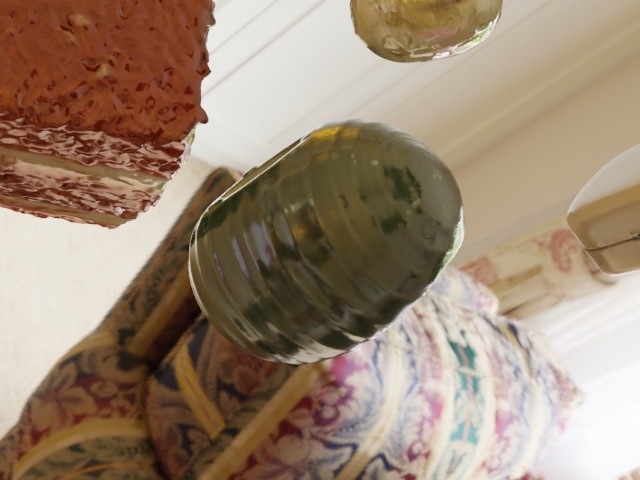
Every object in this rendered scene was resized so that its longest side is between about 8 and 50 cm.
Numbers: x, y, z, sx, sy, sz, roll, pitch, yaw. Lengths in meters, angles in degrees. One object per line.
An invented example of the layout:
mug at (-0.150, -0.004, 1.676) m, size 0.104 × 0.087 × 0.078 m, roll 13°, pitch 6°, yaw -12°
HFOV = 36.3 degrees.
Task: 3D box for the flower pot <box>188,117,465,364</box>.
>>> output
flower pot at (0.000, 0.000, 0.788) m, size 0.157 × 0.243 × 0.189 m, roll 51°, pitch 36°, yaw -10°

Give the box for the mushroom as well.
mushroom at (0.057, -0.131, 0.531) m, size 0.083 × 0.084 × 0.067 m, roll -30°, pitch 110°, yaw -64°

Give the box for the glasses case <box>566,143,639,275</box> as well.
glasses case at (0.208, -0.036, 0.484) m, size 0.050 × 0.196 × 0.083 m, roll 49°, pitch 59°, yaw -9°

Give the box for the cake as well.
cake at (-0.283, -0.176, 1.033) m, size 0.270 × 0.319 × 0.269 m, roll 10°, pitch 69°, yaw -21°
